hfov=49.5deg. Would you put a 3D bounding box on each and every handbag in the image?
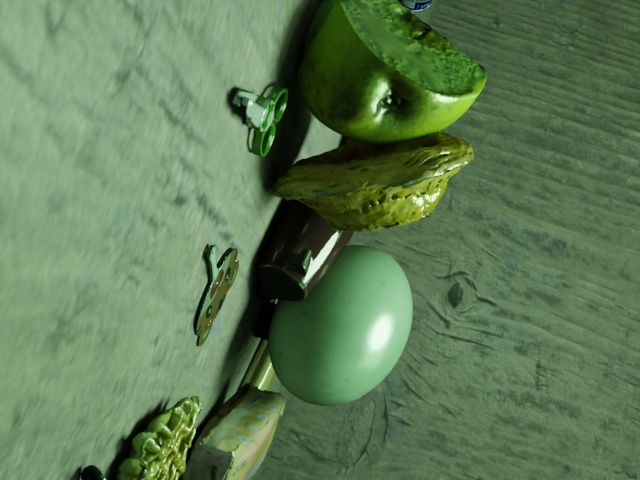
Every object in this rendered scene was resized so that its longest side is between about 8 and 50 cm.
[{"bbox_3d":[-0.098,0.153,1.551,0.115,0.072,0.139,-2,98,-77],"label":"handbag"}]

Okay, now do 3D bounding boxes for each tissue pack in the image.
[{"bbox_3d":[-0.184,0.422,1.364,0.257,0.123,0.214,-35,147,-66],"label":"tissue pack"}]

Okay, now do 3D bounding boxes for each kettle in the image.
[{"bbox_3d":[-0.042,0.007,1.343,0.202,0.144,0.232,-25,-151,55],"label":"kettle"}]

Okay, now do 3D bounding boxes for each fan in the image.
[{"bbox_3d":[-0.155,0.063,1.022,0.226,0.008,0.152,98,15,-64],"label":"fan"}]

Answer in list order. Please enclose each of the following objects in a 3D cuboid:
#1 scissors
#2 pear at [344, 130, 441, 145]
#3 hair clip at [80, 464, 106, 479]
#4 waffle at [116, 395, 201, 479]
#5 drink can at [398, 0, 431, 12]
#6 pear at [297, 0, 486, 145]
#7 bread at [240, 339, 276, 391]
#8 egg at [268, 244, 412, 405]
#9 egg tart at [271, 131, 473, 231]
[{"bbox_3d":[-0.078,-0.165,0.894,0.204,0.027,0.101,-9,118,-84],"label":"scissors"},{"bbox_3d":[0.190,-0.255,1.816,0.269,0.269,0.321,84,27,-75],"label":"pear"},{"bbox_3d":[-0.222,0.331,0.826,0.070,0.039,0.229,-67,150,-24],"label":"hair clip"},{"bbox_3d":[-0.237,0.330,0.952,0.204,0.054,0.223,-40,148,-76],"label":"waffle"},{"bbox_3d":[0.252,-0.683,1.735,0.235,0.097,0.097,90,21,-69],"label":"drink can"},{"bbox_3d":[0.089,-0.240,1.076,0.176,0.286,0.281,-51,-174,36],"label":"pear"},{"bbox_3d":[-0.138,0.317,1.671,0.139,0.060,0.178,99,14,-55],"label":"bread"},{"bbox_3d":[0.045,0.167,1.435,0.389,0.276,0.276,-51,162,-44],"label":"egg"},{"bbox_3d":[0.093,-0.098,1.172,0.341,0.342,0.132,-52,133,-69],"label":"egg tart"}]
